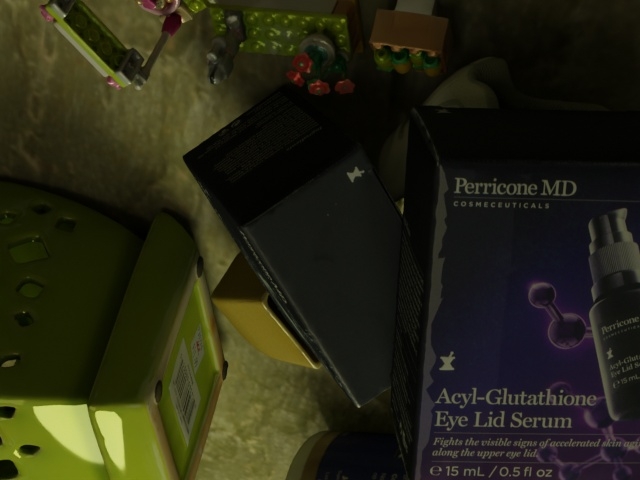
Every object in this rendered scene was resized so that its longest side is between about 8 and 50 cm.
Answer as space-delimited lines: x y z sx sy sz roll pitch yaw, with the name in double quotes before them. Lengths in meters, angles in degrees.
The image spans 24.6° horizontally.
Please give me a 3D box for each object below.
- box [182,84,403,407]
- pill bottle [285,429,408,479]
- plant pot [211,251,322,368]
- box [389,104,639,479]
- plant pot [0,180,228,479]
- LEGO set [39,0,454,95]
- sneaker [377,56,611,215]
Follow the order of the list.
"box" 0.000 0.000 0.969 0.093 0.158 0.156 -34 116 -6
"pill bottle" 0.112 0.239 1.216 0.264 0.153 0.153 0 136 23
"plant pot" -0.034 0.041 1.120 0.083 0.081 0.081 0 138 44
"box" 0.125 0.032 0.858 0.153 0.108 0.207 0 111 -5
"plant pot" -0.199 0.107 1.158 0.207 0.227 0.228 4 137 11
"LEGO set" -0.064 -0.140 0.904 0.287 0.107 0.132 31 140 -11
"sneaker" 0.184 -0.014 0.946 0.292 0.110 0.118 27 131 -8
